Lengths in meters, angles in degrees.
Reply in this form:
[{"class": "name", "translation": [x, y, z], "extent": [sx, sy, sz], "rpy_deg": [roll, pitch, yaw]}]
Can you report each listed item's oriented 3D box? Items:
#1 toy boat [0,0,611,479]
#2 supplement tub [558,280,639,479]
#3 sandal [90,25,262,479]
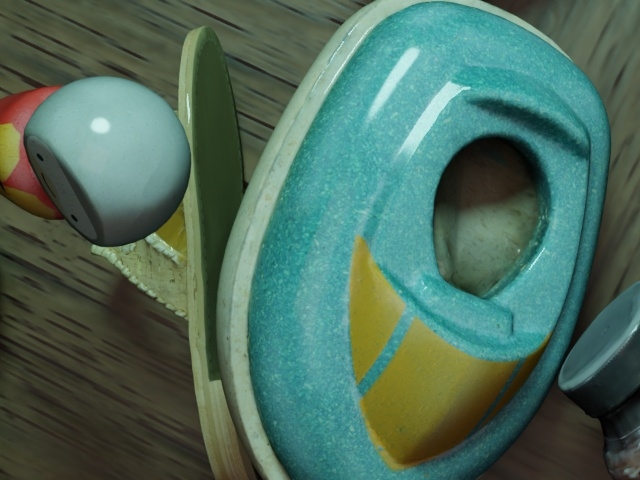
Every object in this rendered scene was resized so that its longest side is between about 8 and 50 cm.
[{"class": "toy boat", "translation": [0.000, 0.000, 0.720], "extent": [0.318, 0.148, 0.268], "rpy_deg": [17, 87, -30]}, {"class": "supplement tub", "translation": [0.208, 0.105, 0.751], "extent": [0.198, 0.106, 0.106], "rpy_deg": [41, 94, -4]}, {"class": "sandal", "translation": [-0.081, 0.014, 0.826], "extent": [0.079, 0.088, 0.240], "rpy_deg": [-7, 93, 15]}]
